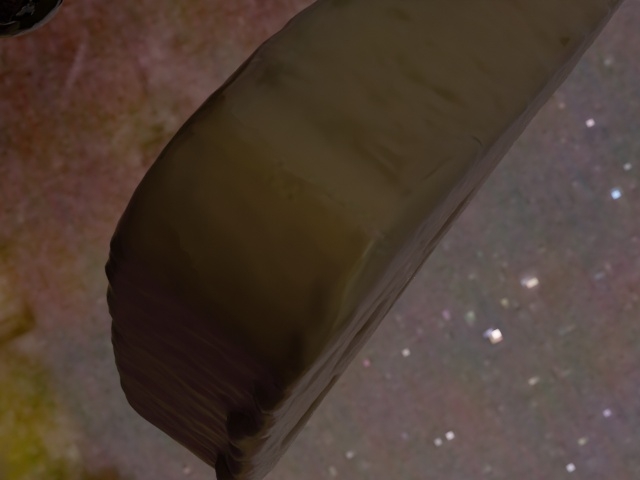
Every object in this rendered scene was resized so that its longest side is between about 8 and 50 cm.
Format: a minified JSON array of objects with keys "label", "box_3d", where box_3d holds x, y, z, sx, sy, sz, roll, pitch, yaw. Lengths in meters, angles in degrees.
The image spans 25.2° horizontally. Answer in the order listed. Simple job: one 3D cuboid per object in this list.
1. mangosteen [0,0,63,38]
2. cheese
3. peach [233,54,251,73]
[{"label":"mangosteen","box_3d":[-0.174,-0.191,0.650,0.216,0.216,0.216,55,-18,29]},{"label":"cheese","box_3d":[0.000,-0.001,0.757,0.104,0.384,0.384,37,-21,6]},{"label":"peach","box_3d":[-0.002,-0.121,1.306,0.152,0.152,0.152,55,-18,29]}]
